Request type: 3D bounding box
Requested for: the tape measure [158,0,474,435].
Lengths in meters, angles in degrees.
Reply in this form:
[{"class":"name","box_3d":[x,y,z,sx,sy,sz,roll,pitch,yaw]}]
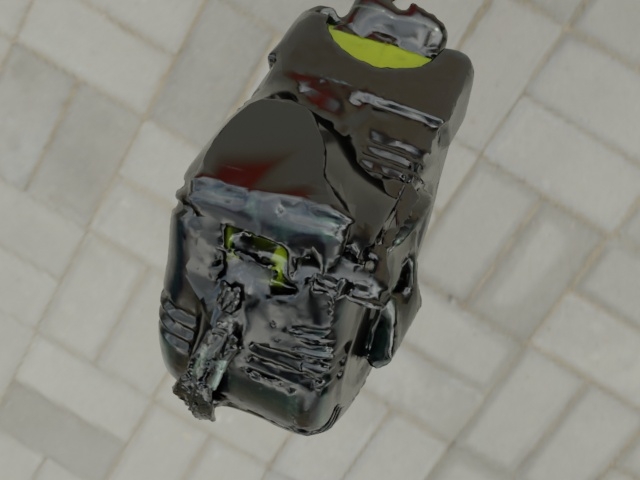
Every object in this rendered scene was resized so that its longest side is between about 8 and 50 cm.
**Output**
[{"class":"tape measure","box_3d":[0.000,0.000,0.666,0.112,0.199,0.186,24,133,11]}]
